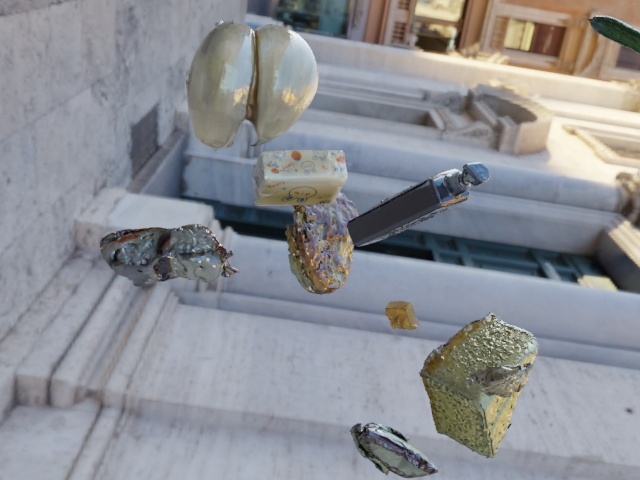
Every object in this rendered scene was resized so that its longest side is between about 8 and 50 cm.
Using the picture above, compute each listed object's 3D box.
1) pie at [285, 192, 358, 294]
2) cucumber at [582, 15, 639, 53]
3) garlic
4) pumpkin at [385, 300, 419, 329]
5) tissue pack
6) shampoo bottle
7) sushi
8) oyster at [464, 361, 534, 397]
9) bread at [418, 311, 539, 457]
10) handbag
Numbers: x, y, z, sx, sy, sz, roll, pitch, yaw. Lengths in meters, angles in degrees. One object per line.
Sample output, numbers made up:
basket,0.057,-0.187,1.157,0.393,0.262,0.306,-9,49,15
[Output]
pie,0.001,0.000,1.864,0.308,0.085,0.308,7,82,-58
cucumber,0.571,-0.388,1.376,0.039,0.168,0.039,-33,148,-25
garlic,-0.167,-0.366,1.673,0.249,0.286,0.313,-23,-128,52
pumpkin,0.224,0.202,1.984,0.083,0.054,0.074,-2,-68,48
tissue pack,-0.049,-0.142,1.681,0.148,0.196,0.092,120,-37,-64
shampoo bottle,0.182,-0.067,1.339,0.309,0.098,0.071,-26,-98,48
sushi,-0.369,0.039,1.782,0.124,0.332,0.130,90,-5,-55
oyster,0.259,0.202,1.058,0.083,0.080,0.038,-10,-74,55
bread,0.459,0.409,2.061,0.248,0.315,0.279,19,-54,48
handbag,0.205,0.621,2.142,0.127,0.235,0.213,-61,-174,-17
